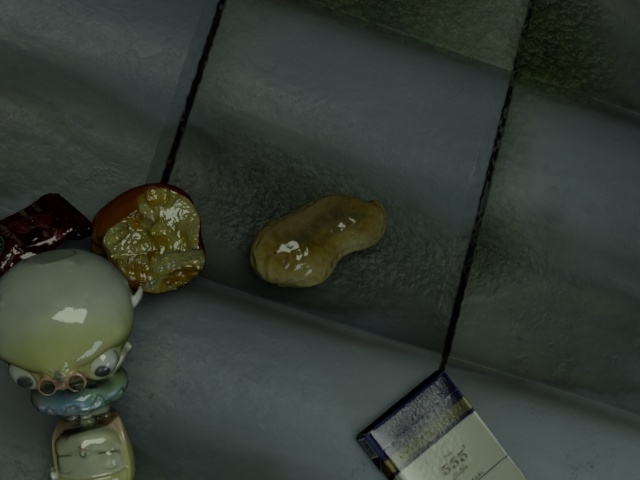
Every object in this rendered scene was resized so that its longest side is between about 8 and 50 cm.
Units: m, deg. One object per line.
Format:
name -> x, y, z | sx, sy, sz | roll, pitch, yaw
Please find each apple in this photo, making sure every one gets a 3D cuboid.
apple -> -0.257, -0.002, 1.946 | 0.158, 0.147, 0.156 | -9, 111, -15

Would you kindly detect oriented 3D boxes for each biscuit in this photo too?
biscuit -> -0.443, 0.021, 1.906 | 0.235, 0.151, 0.063 | -43, 128, -15

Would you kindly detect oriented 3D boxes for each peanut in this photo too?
peanut -> 0.000, 0.000, 2.027 | 0.236, 0.110, 0.120 | -21, 60, -24

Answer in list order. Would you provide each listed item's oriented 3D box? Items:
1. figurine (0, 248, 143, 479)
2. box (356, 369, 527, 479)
figurine -> -0.328, 0.197, 1.847 | 0.226, 0.274, 0.394 | -8, 107, 4
box -> 0.195, 0.346, 2.001 | 0.168, 0.071, 0.259 | -35, 86, -19
